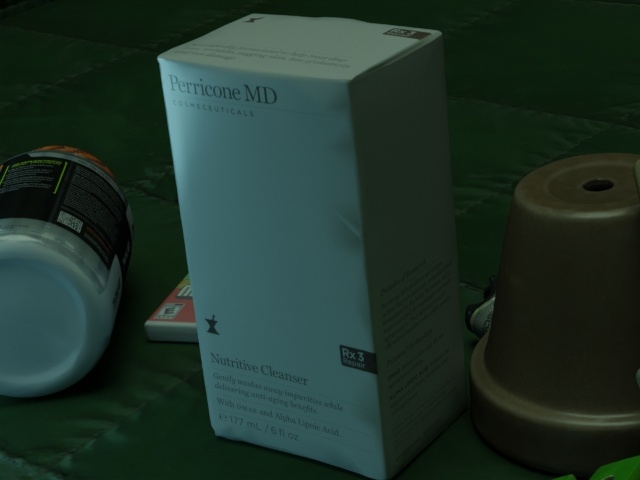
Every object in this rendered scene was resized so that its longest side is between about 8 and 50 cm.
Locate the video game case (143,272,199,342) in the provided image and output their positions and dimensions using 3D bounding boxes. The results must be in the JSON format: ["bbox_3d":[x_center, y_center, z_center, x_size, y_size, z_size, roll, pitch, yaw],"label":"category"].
[{"bbox_3d":[-0.054,0.042,1.719,0.204,0.025,0.285,1,25,20],"label":"video game case"}]

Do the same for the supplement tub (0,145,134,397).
[{"bbox_3d":[-0.309,0.019,1.646,0.193,0.194,0.316,-7,25,3],"label":"supplement tub"}]

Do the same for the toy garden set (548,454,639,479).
[{"bbox_3d":[0.107,0.253,1.061,0.244,0.049,0.204,-27,8,45],"label":"toy garden set"}]

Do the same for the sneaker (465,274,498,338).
[{"bbox_3d":[0.211,0.056,1.549,0.074,0.063,0.170,19,40,36],"label":"sneaker"}]

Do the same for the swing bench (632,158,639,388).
[{"bbox_3d":[0.401,0.059,1.206,0.253,0.255,0.165,3,-5,-28],"label":"swing bench"}]

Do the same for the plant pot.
[{"bbox_3d":[0.255,0.051,1.348,0.263,0.229,0.263,-8,23,3],"label":"plant pot"}]

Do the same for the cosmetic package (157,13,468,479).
[{"bbox_3d":[0.000,0.000,1.350,0.217,0.385,0.156,9,29,35],"label":"cosmetic package"}]
